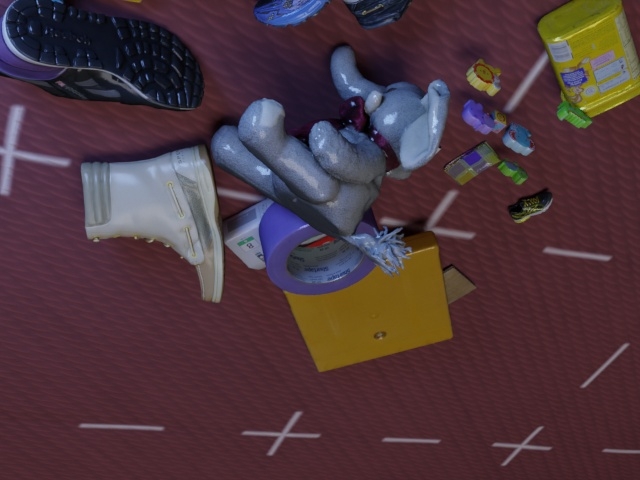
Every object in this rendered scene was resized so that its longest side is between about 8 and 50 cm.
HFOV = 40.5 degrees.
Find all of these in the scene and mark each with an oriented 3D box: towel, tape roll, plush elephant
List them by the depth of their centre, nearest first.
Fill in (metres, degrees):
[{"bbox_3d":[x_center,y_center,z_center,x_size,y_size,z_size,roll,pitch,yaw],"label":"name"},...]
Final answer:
[{"bbox_3d":[0.050,-0.145,1.210,0.330,0.255,0.272,36,168,-6],"label":"plush elephant"},{"bbox_3d":[0.000,0.000,1.382,0.189,0.080,0.189,-10,141,-8],"label":"tape roll"},{"bbox_3d":[0.253,-0.127,1.447,0.083,0.009,0.060,-32,135,19],"label":"towel"}]

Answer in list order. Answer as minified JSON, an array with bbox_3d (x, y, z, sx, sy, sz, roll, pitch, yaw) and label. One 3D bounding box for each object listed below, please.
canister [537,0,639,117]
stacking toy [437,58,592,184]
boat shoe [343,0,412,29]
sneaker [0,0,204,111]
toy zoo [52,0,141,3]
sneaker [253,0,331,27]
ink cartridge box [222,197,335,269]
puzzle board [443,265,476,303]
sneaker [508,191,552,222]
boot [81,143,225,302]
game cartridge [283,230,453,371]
[{"bbox_3d":[0.401,-0.274,1.280,0.126,0.073,0.170,-25,137,14],"label":"canister"},{"bbox_3d":[0.274,-0.169,1.323,0.221,0.052,0.167,21,141,-20],"label":"stacking toy"},{"bbox_3d":[0.114,-0.347,1.128,0.183,0.065,0.083,-25,147,14],"label":"boat shoe"},{"bbox_3d":[-0.291,-0.229,1.129,0.283,0.107,0.124,14,160,-38],"label":"sneaker"},{"bbox_3d":[-0.257,-0.390,0.986,0.192,0.030,0.293,14,132,-29],"label":"toy zoo"},{"bbox_3d":[-0.002,-0.353,1.081,0.221,0.083,0.087,-37,121,16],"label":"sneaker"},{"bbox_3d":[-0.035,0.006,1.478,0.181,0.056,0.225,-27,136,14],"label":"ink cartridge box"},{"bbox_3d":[0.228,0.101,1.693,0.128,0.011,0.096,-33,137,20],"label":"puzzle board"},{"bbox_3d":[0.372,-0.061,1.539,0.083,0.031,0.035,-36,134,23],"label":"sneaker"},{"bbox_3d":[-0.252,-0.011,1.330,0.203,0.095,0.262,-8,121,-7],"label":"boot"},{"bbox_3d":[0.095,0.121,1.626,0.285,0.053,0.324,-15,141,3],"label":"game cartridge"}]
